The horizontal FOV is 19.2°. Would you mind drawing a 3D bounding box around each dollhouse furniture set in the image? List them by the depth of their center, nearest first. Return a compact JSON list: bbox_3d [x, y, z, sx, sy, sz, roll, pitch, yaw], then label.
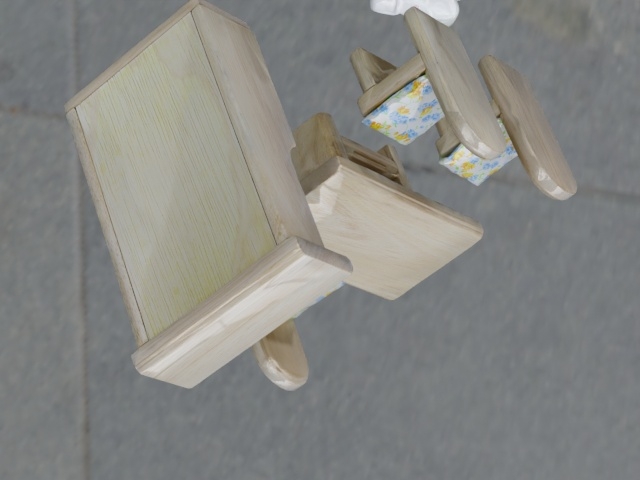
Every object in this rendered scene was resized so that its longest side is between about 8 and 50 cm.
[{"bbox_3d":[0.000,0.000,0.998,0.212,0.161,0.242,-36,146,24],"label":"dollhouse furniture set"}]

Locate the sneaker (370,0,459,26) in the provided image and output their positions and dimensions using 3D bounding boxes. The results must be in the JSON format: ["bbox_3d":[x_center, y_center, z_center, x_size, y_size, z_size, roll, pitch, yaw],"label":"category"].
[{"bbox_3d":[0.141,-0.304,1.927,0.115,0.232,0.090,27,157,3],"label":"sneaker"}]
